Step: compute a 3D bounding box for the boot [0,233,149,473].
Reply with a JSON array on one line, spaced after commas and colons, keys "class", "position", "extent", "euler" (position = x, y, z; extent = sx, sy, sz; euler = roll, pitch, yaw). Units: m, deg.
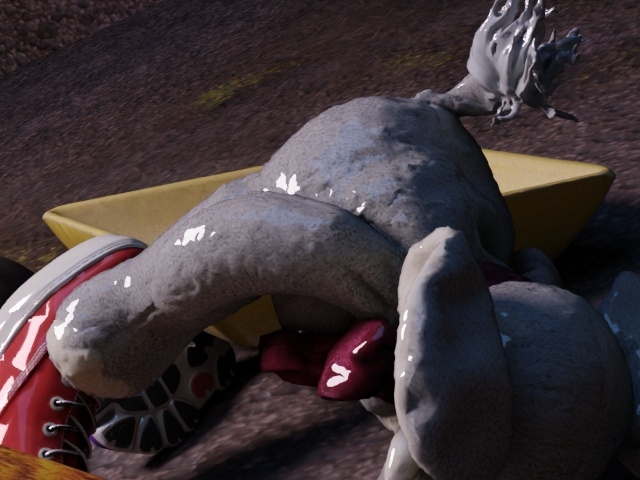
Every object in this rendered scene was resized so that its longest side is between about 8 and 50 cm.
[{"class": "boot", "position": [-0.150, 0.120, 1.181], "extent": [0.176, 0.088, 0.244], "euler": [31, 77, 42]}]

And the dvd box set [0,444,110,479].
[{"class": "dvd box set", "position": [-0.285, 0.179, 0.874], "extent": [0.420, 0.062, 0.307], "euler": [17, 37, 9]}]

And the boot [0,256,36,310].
[{"class": "boot", "position": [-0.277, 0.129, 1.487], "extent": [0.115, 0.112, 0.305], "euler": [-48, 13, 19]}]

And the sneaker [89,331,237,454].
[{"class": "sneaker", "position": [-0.121, 0.113, 1.374], "extent": [0.071, 0.068, 0.170], "euler": [-29, 2, 30]}]

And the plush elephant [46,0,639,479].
[{"class": "plush elephant", "position": [0.062, 0.064, 1.007], "extent": [0.330, 0.272, 0.255], "euler": [-48, 43, 31]}]

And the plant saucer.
[{"class": "plant saucer", "position": [0.000, 0.000, 1.421], "extent": [0.333, 0.081, 0.333], "euler": [-12, 11, -23]}]
